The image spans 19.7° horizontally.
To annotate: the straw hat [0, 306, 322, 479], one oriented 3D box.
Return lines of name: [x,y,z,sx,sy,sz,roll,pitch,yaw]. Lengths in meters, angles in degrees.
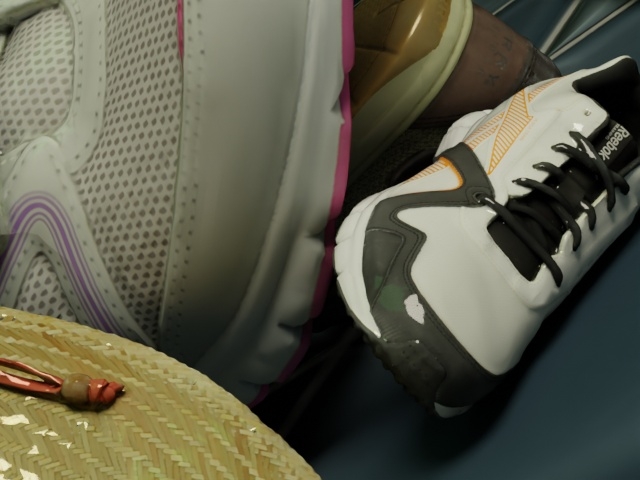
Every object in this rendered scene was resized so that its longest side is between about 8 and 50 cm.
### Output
straw hat: [-0.063,0.071,0.299,0.144,0.145,0.061,-56,-23,-60]

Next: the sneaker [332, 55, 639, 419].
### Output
sneaker: [0.037,-0.007,0.347,0.044,0.040,0.109,-31,13,32]

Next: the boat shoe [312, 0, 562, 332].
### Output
boat shoe: [0.000,0.000,0.444,0.152,0.049,0.056,-47,20,42]

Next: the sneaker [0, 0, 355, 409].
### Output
sneaker: [-0.080,0.001,0.402,0.252,0.111,0.103,-49,36,40]
